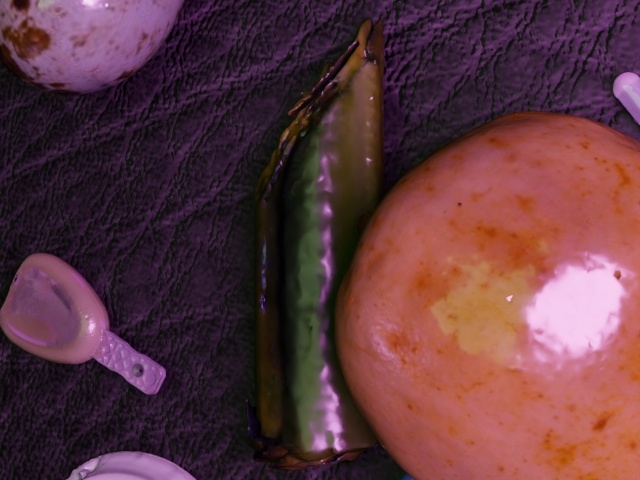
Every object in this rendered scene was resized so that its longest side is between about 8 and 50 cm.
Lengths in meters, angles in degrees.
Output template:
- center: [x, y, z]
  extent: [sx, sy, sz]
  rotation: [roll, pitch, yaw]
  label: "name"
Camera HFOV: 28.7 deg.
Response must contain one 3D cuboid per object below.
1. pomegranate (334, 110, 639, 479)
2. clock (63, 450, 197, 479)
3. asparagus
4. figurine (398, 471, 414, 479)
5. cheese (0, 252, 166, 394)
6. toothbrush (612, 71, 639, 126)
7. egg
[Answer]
- center: [0.161, 0.059, 0.891]
  extent: [0.307, 0.307, 0.307]
  rotation: [-3, 84, 25]
  label: "pomegranate"
- center: [-0.185, 0.313, 1.143]
  extent: [0.236, 0.053, 0.236]
  rotation: [-2, 85, 26]
  label: "clock"
- center: [0.000, 0.000, 1.058]
  extent: [0.128, 0.108, 0.382]
  rotation: [-4, 81, 26]
  label: "asparagus"
- center: [0.113, 0.289, 0.954]
  extent: [0.180, 0.154, 0.262]
  rotation: [-48, 43, 17]
  label: "figurine"
- center: [-0.223, 0.088, 1.191]
  extent: [0.192, 0.037, 0.097]
  rotation: [29, 99, 24]
  label: "cheese"
- center: [0.329, 0.004, 0.943]
  extent: [0.030, 0.025, 0.342]
  rotation: [-39, 70, 10]
  label: "toothbrush"
- center: [-0.206, -0.239, 1.144]
  extent: [0.169, 0.169, 0.231]
  rotation: [42, 93, 23]
  label: "egg"
